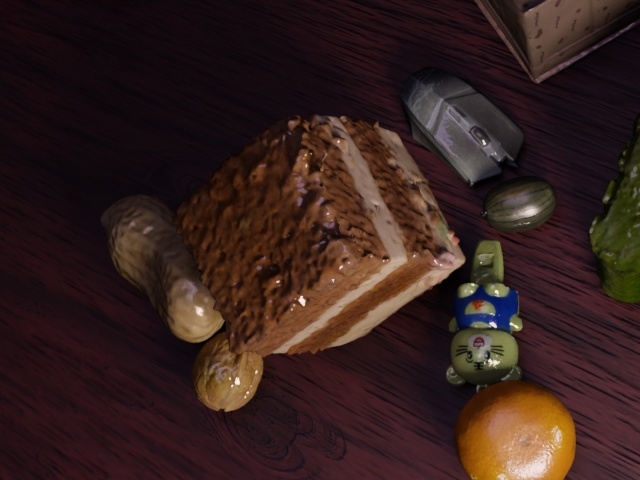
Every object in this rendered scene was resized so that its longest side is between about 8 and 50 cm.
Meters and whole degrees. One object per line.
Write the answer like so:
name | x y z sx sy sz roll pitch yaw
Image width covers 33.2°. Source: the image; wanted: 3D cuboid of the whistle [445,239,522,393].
whistle | 0.229 0.105 1.484 0.105 0.085 0.227 -2 68 21

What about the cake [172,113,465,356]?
cake | 0.000 0.000 1.467 0.282 0.290 0.255 -38 62 30

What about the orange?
orange | 0.252 0.259 1.394 0.156 0.124 0.156 0 84 0

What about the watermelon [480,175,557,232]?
watermelon | 0.282 -0.051 1.533 0.111 0.078 0.078 -15 66 12

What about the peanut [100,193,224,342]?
peanut | -0.217 0.039 1.628 0.291 0.159 0.143 42 112 37

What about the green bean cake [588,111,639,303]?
green bean cake | 0.530 -0.047 1.373 0.319 0.218 0.335 15 73 23

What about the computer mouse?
computer mouse | 0.206 -0.181 1.611 0.126 0.071 0.231 -41 64 0

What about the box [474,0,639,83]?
box | 0.335 -0.438 1.606 0.225 0.190 0.297 -30 64 3

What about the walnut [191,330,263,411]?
walnut | -0.134 0.188 1.563 0.105 0.105 0.124 11 73 22
